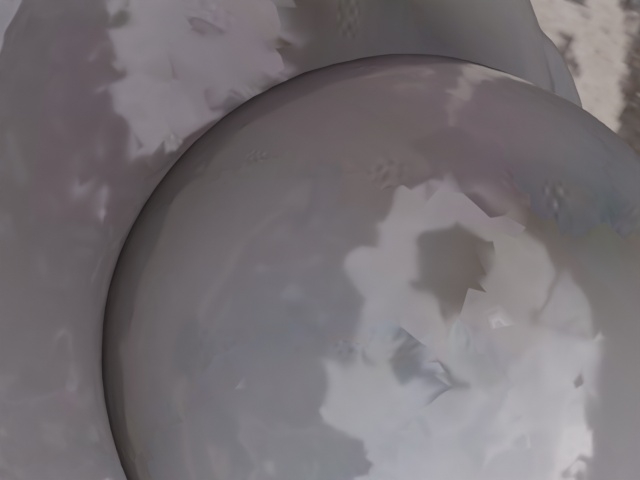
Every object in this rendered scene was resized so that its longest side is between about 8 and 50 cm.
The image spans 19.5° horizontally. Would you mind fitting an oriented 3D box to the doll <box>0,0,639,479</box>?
[{"bbox_3d":[0.000,0.000,0.448,0.221,0.221,0.251,10,73,-19],"label":"doll"}]
